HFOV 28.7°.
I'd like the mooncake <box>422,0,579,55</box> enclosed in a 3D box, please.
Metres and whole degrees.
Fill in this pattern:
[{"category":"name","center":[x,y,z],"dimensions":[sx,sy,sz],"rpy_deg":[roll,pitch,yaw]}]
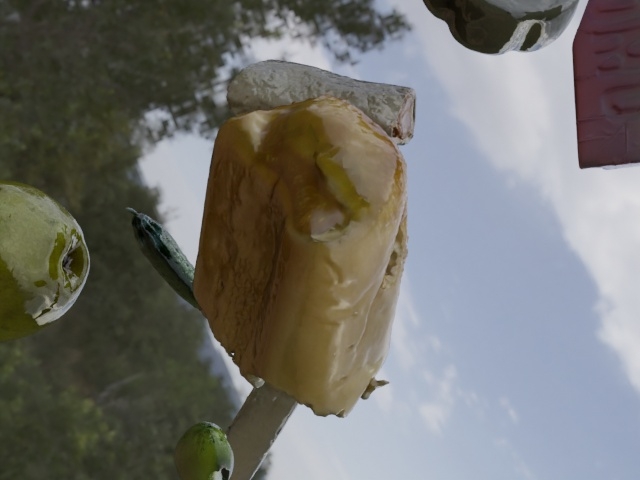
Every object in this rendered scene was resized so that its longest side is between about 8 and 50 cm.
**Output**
[{"category":"mooncake","center":[0.288,-0.416,1.976],"dimensions":[0.275,0.275,0.135],"rpy_deg":[64,-22,20]}]

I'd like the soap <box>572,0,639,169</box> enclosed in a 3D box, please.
[{"category":"soap","center":[0.465,-0.269,1.792],"dimensions":[0.192,0.109,0.324],"rpy_deg":[-3,-93,42]}]

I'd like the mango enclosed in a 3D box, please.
[{"category":"mango","center":[-0.154,0.281,1.641],"dimensions":[0.165,0.074,0.091],"rpy_deg":[107,-26,-66]}]

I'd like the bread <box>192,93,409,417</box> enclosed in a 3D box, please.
[{"category":"bread","center":[0.000,0.000,1.770],"dimensions":[0.361,0.250,0.394],"rpy_deg":[47,-44,43]}]

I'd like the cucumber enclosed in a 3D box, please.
[{"category":"cucumber","center":[-0.245,0.034,2.033],"dimensions":[0.250,0.056,0.056],"rpy_deg":[55,-1,-27]}]

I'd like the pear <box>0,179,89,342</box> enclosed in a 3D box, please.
[{"category":"pear","center":[-0.509,0.030,1.898],"dimensions":[0.253,0.307,0.253],"rpy_deg":[2,90,-82]}]

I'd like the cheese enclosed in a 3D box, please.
[{"category":"cheese","center":[-0.142,0.358,1.968],"dimensions":[0.085,0.400,0.034],"rpy_deg":[33,2,2]}]

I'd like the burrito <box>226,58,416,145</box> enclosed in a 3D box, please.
[{"category":"burrito","center":[0.006,-0.227,2.068],"dimensions":[0.143,0.299,0.105],"rpy_deg":[-49,150,-67]}]
